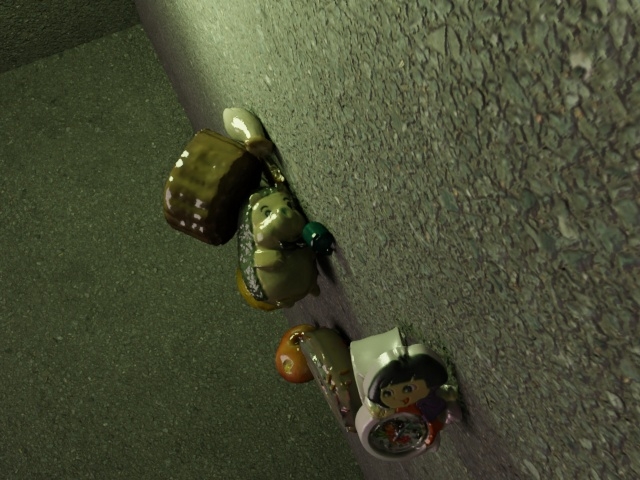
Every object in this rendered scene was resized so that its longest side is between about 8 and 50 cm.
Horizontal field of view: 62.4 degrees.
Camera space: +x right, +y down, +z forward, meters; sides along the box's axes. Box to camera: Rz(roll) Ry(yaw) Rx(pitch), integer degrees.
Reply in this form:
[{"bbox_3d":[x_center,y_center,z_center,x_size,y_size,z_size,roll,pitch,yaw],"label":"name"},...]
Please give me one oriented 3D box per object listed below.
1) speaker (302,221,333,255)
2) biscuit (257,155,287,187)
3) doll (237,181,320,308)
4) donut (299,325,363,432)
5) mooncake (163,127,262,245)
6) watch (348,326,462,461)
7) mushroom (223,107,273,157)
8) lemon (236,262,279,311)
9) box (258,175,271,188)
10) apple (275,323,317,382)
[{"bbox_3d":[-0.004,0.004,1.319,0.075,0.060,0.094,51,163,52],"label":"speaker"},{"bbox_3d":[-0.157,-0.221,1.594,0.176,0.031,0.228,67,169,-23],"label":"biscuit"},{"bbox_3d":[-0.121,0.016,1.504,0.247,0.248,0.349,-175,69,-77],"label":"doll"},{"bbox_3d":[0.064,0.467,1.812,0.382,0.143,0.382,60,169,20],"label":"donut"},{"bbox_3d":[-0.307,-0.150,1.550,0.187,0.323,0.324,24,160,7],"label":"mooncake"},{"bbox_3d":[0.150,0.262,1.012,0.231,0.196,0.244,-89,-19,-65],"label":"watch"},{"bbox_3d":[-0.207,-0.308,1.487,0.212,0.088,0.097,47,161,33],"label":"mushroom"},{"bbox_3d":[-0.181,0.125,1.905,0.260,0.261,0.284,63,170,8],"label":"lemon"},{"bbox_3d":[-0.263,-0.184,1.841,0.310,0.084,0.198,41,159,27],"label":"box"},{"bbox_3d":[-0.084,0.489,2.297,0.242,0.242,0.240,54,158,42],"label":"apple"}]
